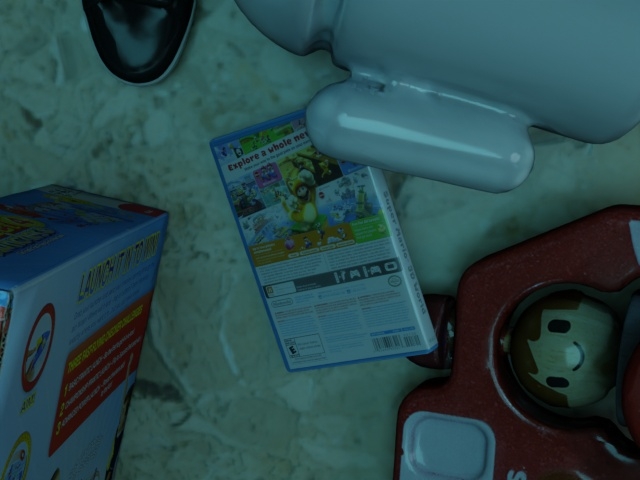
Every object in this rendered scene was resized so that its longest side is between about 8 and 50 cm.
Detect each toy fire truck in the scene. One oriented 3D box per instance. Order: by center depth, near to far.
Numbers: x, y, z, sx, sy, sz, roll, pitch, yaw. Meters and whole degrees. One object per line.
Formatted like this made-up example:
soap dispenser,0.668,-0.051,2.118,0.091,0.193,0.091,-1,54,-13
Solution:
toy fire truck,0.163,0.128,0.686,0.254,0.169,0.302,5,98,21

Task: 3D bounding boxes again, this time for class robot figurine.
robot figurine,0.090,-0.176,0.615,0.354,0.200,0.299,18,83,0

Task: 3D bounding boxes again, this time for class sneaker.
sneaker,-0.118,-0.202,0.661,0.079,0.121,0.216,6,98,3

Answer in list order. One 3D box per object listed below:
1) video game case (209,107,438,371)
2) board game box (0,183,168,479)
video game case,0.000,0.000,0.707,0.119,0.015,0.166,-13,99,39
board game box,-0.187,0.134,0.619,0.086,0.308,0.301,13,98,3
